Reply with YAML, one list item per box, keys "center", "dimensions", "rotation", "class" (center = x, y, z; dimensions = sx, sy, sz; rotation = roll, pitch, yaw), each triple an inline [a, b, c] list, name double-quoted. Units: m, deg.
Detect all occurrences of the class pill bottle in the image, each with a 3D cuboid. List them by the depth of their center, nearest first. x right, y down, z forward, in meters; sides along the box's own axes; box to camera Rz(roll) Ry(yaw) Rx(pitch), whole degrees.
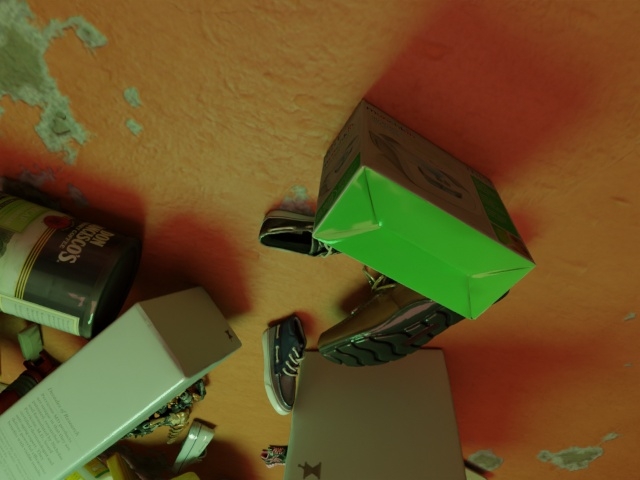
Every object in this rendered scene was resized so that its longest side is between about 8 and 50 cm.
- center: [-0.722, 0.682, 1.308]
  dimensions: [0.208, 0.117, 0.117]
  rotation: [29, 129, 18]
  class: "pill bottle"

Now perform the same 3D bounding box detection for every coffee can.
- center: [-0.498, 0.043, 0.793]
  dimensions: [0.275, 0.201, 0.201]
  rotation: [20, 126, -9]
  class: "coffee can"

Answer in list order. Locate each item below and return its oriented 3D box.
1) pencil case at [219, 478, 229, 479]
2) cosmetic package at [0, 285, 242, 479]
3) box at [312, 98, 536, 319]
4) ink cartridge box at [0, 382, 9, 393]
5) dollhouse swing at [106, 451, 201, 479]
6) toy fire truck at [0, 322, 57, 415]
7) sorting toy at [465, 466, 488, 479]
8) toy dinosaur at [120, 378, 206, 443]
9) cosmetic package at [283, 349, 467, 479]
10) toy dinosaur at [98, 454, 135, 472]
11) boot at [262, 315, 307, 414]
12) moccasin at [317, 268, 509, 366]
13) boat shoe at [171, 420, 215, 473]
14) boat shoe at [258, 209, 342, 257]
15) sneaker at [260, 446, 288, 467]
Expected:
- center: [-0.282, 0.867, 1.446]
  dimensions: [0.088, 0.086, 0.206]
  rotation: [-37, 119, -17]
  class: "pencil case"
- center: [-0.402, 0.292, 0.859]
  dimensions: [0.453, 0.230, 0.161]
  rotation: [-38, 83, 11]
  class: "cosmetic package"
- center: [0.135, -0.050, 0.637]
  dimensions: [0.262, 0.231, 0.126]
  rotation: [28, 124, -13]
  class: "box"
- center: [-0.938, 0.458, 1.240]
  dimensions: [0.235, 0.056, 0.171]
  rotation: [21, 125, -5]
  class: "ink cartridge box"
- center: [-0.424, 0.759, 1.312]
  dimensions: [0.315, 0.305, 0.346]
  rotation: [-19, 130, -12]
  class: "dollhouse swing"
- center: [-0.693, 0.340, 1.041]
  dimensions: [0.159, 0.217, 0.246]
  rotation: [-19, 107, 19]
  class: "toy fire truck"
- center: [0.344, 0.682, 1.278]
  dimensions: [0.208, 0.038, 0.193]
  rotation: [35, 122, -13]
  class: "sorting toy"
- center: [-0.394, 0.415, 1.099]
  dimensions: [0.218, 0.164, 0.321]
  rotation: [-2, 106, -12]
  class: "toy dinosaur"
- center: [0.121, 0.495, 0.978]
  dimensions: [0.328, 0.329, 0.393]
  rotation: [-2, 126, 8]
  class: "cosmetic package"
- center: [-0.674, 0.724, 1.420]
  dimensions: [0.093, 0.053, 0.183]
  rotation: [-31, 121, 7]
  class: "toy dinosaur"
- center: [-0.067, 0.253, 0.914]
  dimensions: [0.086, 0.190, 0.069]
  rotation: [-31, 144, 23]
  class: "boot"
- center: [0.150, 0.116, 0.827]
  dimensions: [0.139, 0.147, 0.380]
  rotation: [32, 121, -34]
  class: "moccasin"
- center: [-0.366, 0.609, 1.268]
  dimensions: [0.076, 0.083, 0.226]
  rotation: [23, 125, -9]
  class: "boat shoe"
- center: [0.000, 0.000, 0.788]
  dimensions: [0.219, 0.070, 0.077]
  rotation: [5, 127, 2]
  class: "boat shoe"
- center: [-0.126, 0.617, 1.278]
  dimensions: [0.119, 0.047, 0.057]
  rotation: [-32, 106, 24]
  class: "sneaker"
